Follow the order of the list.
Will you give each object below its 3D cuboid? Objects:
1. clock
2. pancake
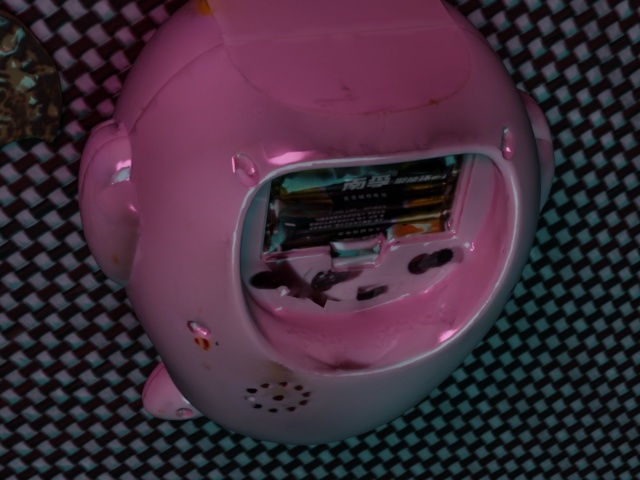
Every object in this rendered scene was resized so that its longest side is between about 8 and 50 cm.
[{"bbox_3d":[0.000,0.000,1.289,0.368,0.250,0.376,-7,131,-17],"label":"clock"},{"bbox_3d":[-0.283,-0.102,1.241,0.190,0.020,0.184,30,113,-38],"label":"pancake"}]
